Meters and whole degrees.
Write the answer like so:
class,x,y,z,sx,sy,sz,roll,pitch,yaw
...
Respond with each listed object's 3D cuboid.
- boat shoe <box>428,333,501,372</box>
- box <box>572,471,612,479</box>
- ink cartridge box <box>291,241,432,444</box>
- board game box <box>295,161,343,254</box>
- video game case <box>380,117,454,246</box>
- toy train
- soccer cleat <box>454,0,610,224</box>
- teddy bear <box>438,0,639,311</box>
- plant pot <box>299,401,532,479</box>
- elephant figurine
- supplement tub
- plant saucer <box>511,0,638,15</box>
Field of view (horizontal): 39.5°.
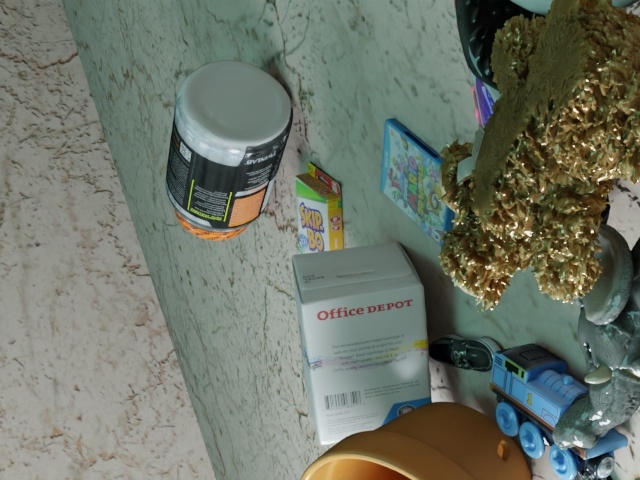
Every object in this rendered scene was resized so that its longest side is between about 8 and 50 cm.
class,x,y,z,sx,sy,sz,roll,pitch,yaw
boat shoe,0.195,0.156,1.206,0.142,0.040,0.049,-1,103,67
box,0.323,0.302,1.033,0.083,0.018,0.067,64,156,23
ink cartridge box,0.058,0.144,1.302,0.168,0.171,0.232,-110,14,-67
board game box,0.000,0.000,1.572,0.124,0.039,0.259,40,137,53
video game case,0.133,-0.081,1.230,0.166,0.015,0.119,49,147,46
toy train,0.267,0.195,1.020,0.184,0.080,0.105,35,130,57
soccer cleat,0.199,-0.140,0.931,0.318,0.109,0.116,71,161,2
teddy bear,0.191,-0.068,0.757,0.338,0.113,0.245,110,161,-45
plant pot,0.143,0.346,1.156,0.291,0.203,0.290,19,123,31
elephant figurine,0.282,0.054,0.768,0.169,0.186,0.239,52,148,-4
supplement tub,-0.179,-0.153,1.659,0.207,0.207,0.338,64,155,23
plant saucer,0.223,-0.387,0.712,0.400,0.101,0.400,47,146,47
